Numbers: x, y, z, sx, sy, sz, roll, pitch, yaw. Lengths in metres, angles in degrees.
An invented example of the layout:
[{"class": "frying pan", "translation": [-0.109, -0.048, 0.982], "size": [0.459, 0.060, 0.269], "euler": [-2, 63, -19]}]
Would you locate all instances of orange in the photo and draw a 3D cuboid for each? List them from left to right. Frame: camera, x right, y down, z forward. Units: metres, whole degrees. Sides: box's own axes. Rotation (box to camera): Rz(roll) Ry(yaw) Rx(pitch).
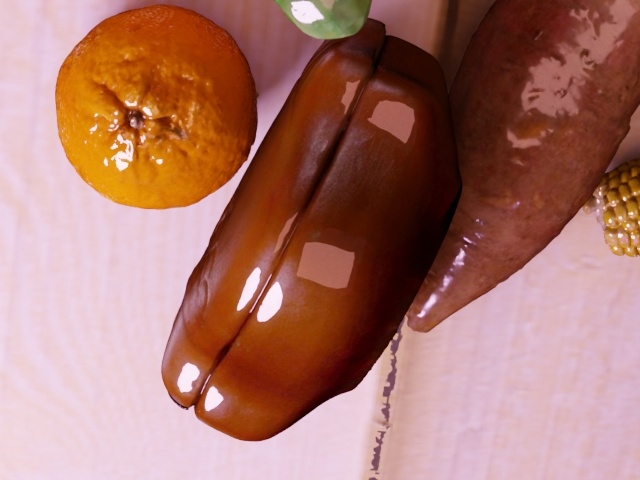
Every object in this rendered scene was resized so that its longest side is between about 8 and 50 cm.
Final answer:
[{"class": "orange", "translation": [-0.107, -0.084, 1.267], "size": [0.136, 0.117, 0.135], "euler": [-1, 118, -2]}]

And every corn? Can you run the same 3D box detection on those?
[{"class": "corn", "translation": [0.301, -0.043, 1.346], "size": [0.238, 0.080, 0.080], "euler": [-15, 112, -2]}]

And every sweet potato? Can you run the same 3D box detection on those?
[{"class": "sweet potato", "translation": [0.137, -0.076, 1.294], "size": [0.131, 0.131, 0.336], "euler": [27, 105, -15]}]

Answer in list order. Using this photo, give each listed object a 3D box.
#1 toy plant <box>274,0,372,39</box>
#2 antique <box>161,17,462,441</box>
[{"class": "toy plant", "translation": [-0.051, -0.226, 1.082], "size": [0.317, 0.356, 0.210], "euler": [-18, 110, -1]}, {"class": "antique", "translation": [0.000, 0.000, 1.248], "size": [0.129, 0.223, 0.278], "euler": [27, 108, -3]}]
